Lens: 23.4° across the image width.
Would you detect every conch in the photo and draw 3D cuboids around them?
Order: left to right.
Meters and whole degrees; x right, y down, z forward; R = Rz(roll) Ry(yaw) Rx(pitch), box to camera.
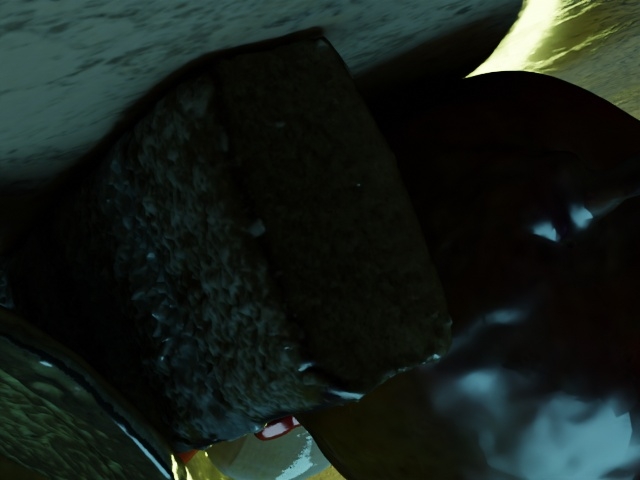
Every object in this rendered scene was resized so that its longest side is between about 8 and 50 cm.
[{"bbox_3d":[-0.024,0.097,1.326,0.127,0.158,0.255,-13,133,-57],"label":"conch"}]

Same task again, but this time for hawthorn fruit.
[{"bbox_3d":[0.109,0.045,0.941,0.308,0.308,0.325,-22,173,17],"label":"hawthorn fruit"}]

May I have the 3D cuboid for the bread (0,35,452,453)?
[{"bbox_3d":[-0.078,0.036,0.847,0.113,0.165,0.416,-24,176,-28],"label":"bread"}]

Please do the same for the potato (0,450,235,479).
[{"bbox_3d":[-0.225,0.276,1.357,0.319,0.385,0.442,-23,152,20],"label":"potato"}]

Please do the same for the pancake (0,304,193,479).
[{"bbox_3d":[-0.173,0.082,0.812,0.031,0.250,0.250,-64,-165,-24],"label":"pancake"}]

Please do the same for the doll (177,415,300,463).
[{"bbox_3d":[-0.041,0.051,1.137,0.384,0.188,0.099,-31,152,-17],"label":"doll"}]
